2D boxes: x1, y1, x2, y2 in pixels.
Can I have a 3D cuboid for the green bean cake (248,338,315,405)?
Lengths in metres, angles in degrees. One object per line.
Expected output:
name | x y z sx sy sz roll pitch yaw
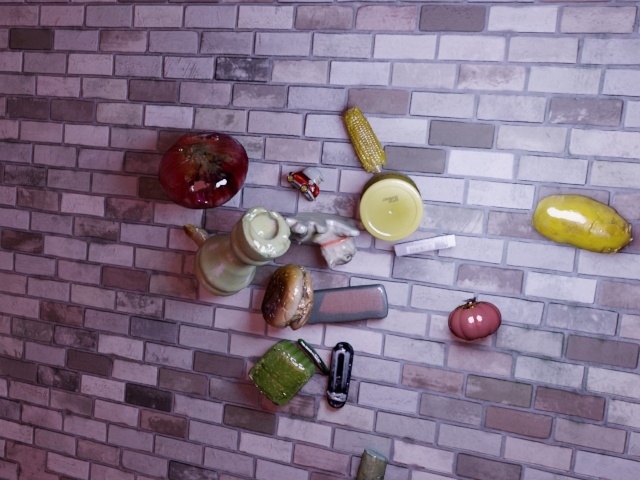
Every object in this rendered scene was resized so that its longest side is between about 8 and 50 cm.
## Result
green bean cake | -0.151 0.513 2.007 0.200 0.113 0.214 41 103 8

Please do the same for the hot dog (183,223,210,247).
hot dog | -0.482 -0.011 2.088 0.078 0.061 0.169 -24 110 46

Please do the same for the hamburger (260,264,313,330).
hamburger | -0.126 0.211 1.930 0.146 0.286 0.243 14 61 -23

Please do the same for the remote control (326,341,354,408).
remote control | 0.071 0.521 1.972 0.090 0.066 0.266 9 95 18

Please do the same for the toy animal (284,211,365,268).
toy animal | 0.000 0.000 1.854 0.266 0.308 0.188 26 114 15

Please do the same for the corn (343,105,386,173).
corn | 0.161 -0.363 1.880 0.097 0.097 0.262 -25 88 15

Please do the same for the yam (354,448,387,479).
yam | 0.188 0.882 1.944 0.107 0.107 0.194 15 96 13

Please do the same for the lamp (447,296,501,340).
lamp | 0.528 0.267 1.778 0.182 0.182 0.140 -18 85 15

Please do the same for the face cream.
face cream | 0.245 -0.123 1.802 0.218 0.179 0.218 2 107 6

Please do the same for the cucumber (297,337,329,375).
cucumber | -0.025 0.452 2.012 0.036 0.033 0.184 -41 84 -5

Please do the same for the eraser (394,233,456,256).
eraser | 0.374 0.016 1.847 0.212 0.092 0.046 -11 90 15

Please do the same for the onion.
onion | -0.437 -0.247 1.982 0.347 0.285 0.348 -1 56 2

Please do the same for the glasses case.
glasses case | 0.092 0.240 1.945 0.323 0.074 0.131 -7 90 15

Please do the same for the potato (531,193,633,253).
potato | 0.857 -0.057 1.691 0.300 0.140 0.173 21 106 19

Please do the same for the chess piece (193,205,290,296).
chess piece | -0.277 0.040 1.849 0.442 0.234 0.234 -32 84 52

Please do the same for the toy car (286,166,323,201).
toy car | -0.048 -0.228 1.946 0.139 0.112 0.112 39 87 19
